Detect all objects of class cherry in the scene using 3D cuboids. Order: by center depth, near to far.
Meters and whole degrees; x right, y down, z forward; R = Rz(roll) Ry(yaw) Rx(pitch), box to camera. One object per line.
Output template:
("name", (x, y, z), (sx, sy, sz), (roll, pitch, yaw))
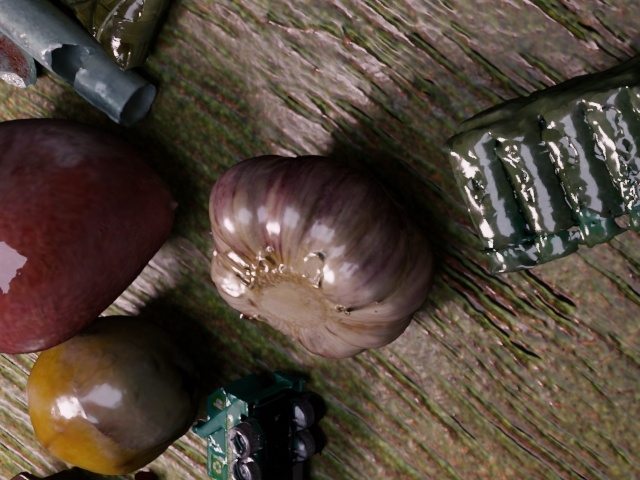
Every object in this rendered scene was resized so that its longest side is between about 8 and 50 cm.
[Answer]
("cherry", (-0.299, -0.012, 1.689), (0.307, 0.261, 0.221), (-13, 145, 18))

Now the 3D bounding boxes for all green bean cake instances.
("green bean cake", (0.254, -0.083, 1.280), (0.255, 0.241, 0.132), (-21, 90, 39))

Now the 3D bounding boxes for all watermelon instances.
("watermelon", (-0.355, -0.194, 1.764), (0.085, 0.061, 0.085), (26, 134, 31))

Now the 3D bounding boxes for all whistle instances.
("whistle", (-0.307, -0.233, 1.717), (0.312, 0.062, 0.062), (39, 126, 16))

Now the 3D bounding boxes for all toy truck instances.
("toy truck", (-0.075, 0.244, 1.735), (0.116, 0.110, 0.216), (23, 122, 40))

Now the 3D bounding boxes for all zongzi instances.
("zongzi", (-0.211, -0.253, 1.652), (0.119, 0.055, 0.109), (45, 126, 24))

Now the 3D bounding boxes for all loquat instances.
("loquat", (-0.229, 0.169, 1.752), (0.179, 0.179, 0.227), (56, 143, 2))

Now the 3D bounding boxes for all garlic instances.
("garlic", (0.000, 0.000, 1.548), (0.245, 0.160, 0.245), (20, 152, 11))

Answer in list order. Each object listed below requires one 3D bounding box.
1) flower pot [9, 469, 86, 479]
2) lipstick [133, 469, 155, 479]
("flower pot", (-0.345, 0.379, 1.986), (0.251, 0.084, 0.179), (-36, 87, 40))
("lipstick", (-0.221, 0.356, 1.927), (0.027, 0.027, 0.176), (24, 122, 24))
